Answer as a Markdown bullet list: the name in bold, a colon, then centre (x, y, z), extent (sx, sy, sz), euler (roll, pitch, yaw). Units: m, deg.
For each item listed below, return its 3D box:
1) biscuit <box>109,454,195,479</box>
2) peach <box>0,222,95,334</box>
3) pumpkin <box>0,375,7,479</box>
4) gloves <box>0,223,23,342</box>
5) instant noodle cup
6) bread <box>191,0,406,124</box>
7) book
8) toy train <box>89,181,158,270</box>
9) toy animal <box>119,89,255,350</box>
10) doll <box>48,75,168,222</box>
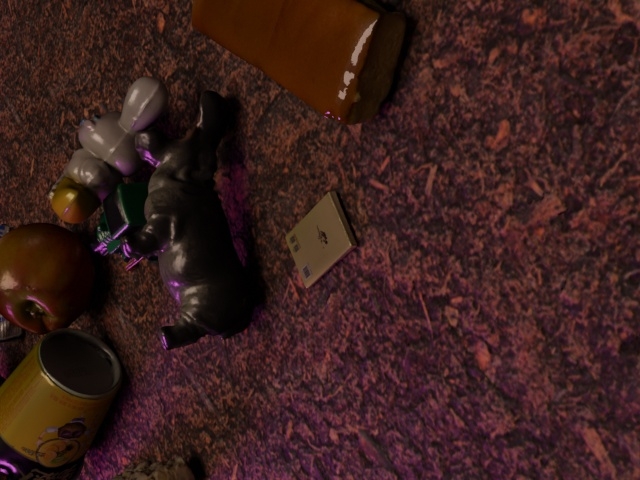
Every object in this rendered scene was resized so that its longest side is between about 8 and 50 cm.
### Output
- **biscuit**: centre (-0.309, 0.413, 1.657), extent (0.084, 0.179, 0.281), euler (60, 147, -1)
- **peach**: centre (-0.467, 0.056, 1.813), extent (0.197, 0.197, 0.197), euler (6, 98, 51)
- **pumpkin**: centre (-0.735, 0.406, 1.961), extent (0.344, 0.455, 0.454), euler (-50, 55, 37)
- **gloves**: centre (-0.609, 0.082, 2.071), extent (0.119, 0.097, 0.229), euler (5, 92, 21)
- **instant noodle cup**: centre (-0.444, 0.273, 1.797), extent (0.236, 0.216, 0.215), euler (-52, 53, 29)
- **bread**: centre (-0.035, -0.266, 1.312), extent (0.361, 0.077, 0.138), euler (39, 122, 43)
- **book**: centre (0.001, 0.000, 1.340), extent (0.111, 0.014, 0.077), euler (-44, 61, 45)
- **toy train**: centre (-0.264, -0.028, 1.576), extent (0.228, 0.136, 0.091), euler (-33, 68, 46)
- **toy animal**: centre (-0.185, -0.028, 1.449), extent (0.106, 0.169, 0.343), euler (161, 102, -77)
- **doll**: centre (-0.317, -0.131, 1.598), extent (0.237, 0.111, 0.252), euler (-51, 9, -8)
